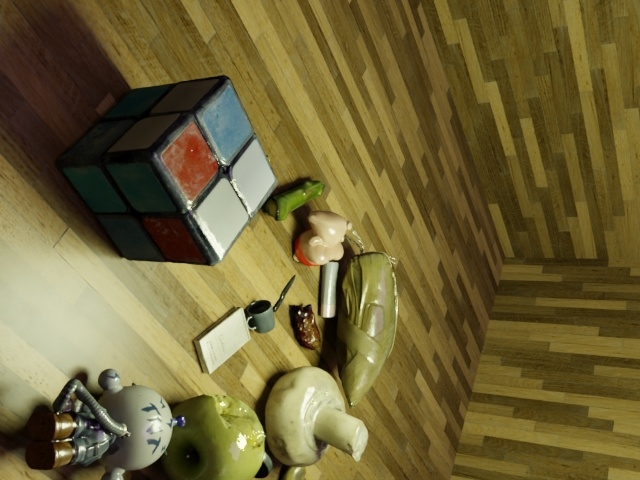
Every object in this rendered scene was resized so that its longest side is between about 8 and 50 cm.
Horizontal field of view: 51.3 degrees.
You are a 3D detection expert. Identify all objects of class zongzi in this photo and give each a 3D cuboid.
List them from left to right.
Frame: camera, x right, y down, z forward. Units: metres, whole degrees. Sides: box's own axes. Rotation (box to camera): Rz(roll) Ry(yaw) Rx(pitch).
[{"bbox_3d":[0.160,0.249,2.264,0.467,0.218,0.499,-73,164,-72],"label":"zongzi"}]

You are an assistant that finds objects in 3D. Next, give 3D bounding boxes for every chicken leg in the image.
[{"bbox_3d":[-0.043,0.298,2.249,0.105,0.063,0.233,-46,130,-42],"label":"chicken leg"}]

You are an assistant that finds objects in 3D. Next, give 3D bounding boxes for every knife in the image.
[{"bbox_3d":[-0.115,0.170,2.178,0.170,0.010,0.023,-59,143,-43],"label":"knife"}]

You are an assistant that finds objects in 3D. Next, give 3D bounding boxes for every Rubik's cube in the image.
[{"bbox_3d":[-0.336,-0.157,1.526,0.313,0.318,0.316,-58,136,-38],"label":"Rubik's cube"}]

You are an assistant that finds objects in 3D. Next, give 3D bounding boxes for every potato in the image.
[{"bbox_3d":[-0.090,0.787,2.162,0.092,0.070,0.137,32,61,-49],"label":"potato"}]

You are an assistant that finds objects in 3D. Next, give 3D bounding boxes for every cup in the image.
[{"bbox_3d":[-0.185,0.237,2.009,0.100,0.078,0.077,-32,123,-33],"label":"cup"}]

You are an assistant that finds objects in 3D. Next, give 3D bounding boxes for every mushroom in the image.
[{"bbox_3d":[0.001,0.560,2.062,0.314,0.336,0.314,-17,112,-49],"label":"mushroom"}]

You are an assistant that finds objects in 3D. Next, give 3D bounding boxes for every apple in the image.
[{"bbox_3d":[-0.271,0.523,1.694,0.279,0.279,0.279,0,90,-59],"label":"apple"}]

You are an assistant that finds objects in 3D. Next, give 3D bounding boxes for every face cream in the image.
[{"bbox_3d":[0.032,0.175,2.374,0.084,0.057,0.198,13,80,-68],"label":"face cream"}]

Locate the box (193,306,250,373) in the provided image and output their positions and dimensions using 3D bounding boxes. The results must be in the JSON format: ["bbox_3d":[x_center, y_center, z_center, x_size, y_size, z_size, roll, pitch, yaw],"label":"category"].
[{"bbox_3d":[-0.277,0.283,1.896,0.198,0.029,0.109,-38,122,-51],"label":"box"}]

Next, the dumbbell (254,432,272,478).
[{"bbox_3d":[-0.234,0.668,1.857,0.325,0.143,0.143,-54,134,-44],"label":"dumbbell"}]

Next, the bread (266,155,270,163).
[{"bbox_3d":[-0.206,-0.196,1.972,0.140,0.069,0.127,-5,95,-62],"label":"bread"}]

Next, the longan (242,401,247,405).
[{"bbox_3d":[-0.254,0.501,1.880,0.119,0.106,0.106,28,59,-12],"label":"longan"}]

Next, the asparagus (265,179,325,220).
[{"bbox_3d":[-0.083,-0.139,2.164,0.343,0.085,0.082,-39,111,-58],"label":"asparagus"}]

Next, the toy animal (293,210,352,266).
[{"bbox_3d":[0.000,0.000,2.219,0.171,0.171,0.197,-30,151,-55],"label":"toy animal"}]

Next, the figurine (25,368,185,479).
[{"bbox_3d":[-0.467,0.417,1.447,0.382,0.186,0.261,17,81,-62],"label":"figurine"}]
